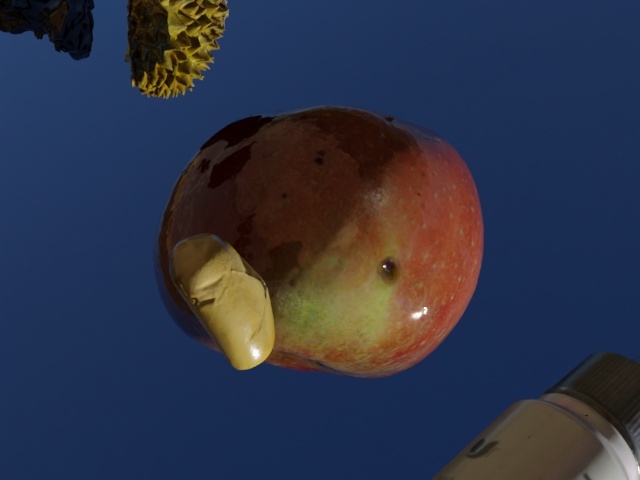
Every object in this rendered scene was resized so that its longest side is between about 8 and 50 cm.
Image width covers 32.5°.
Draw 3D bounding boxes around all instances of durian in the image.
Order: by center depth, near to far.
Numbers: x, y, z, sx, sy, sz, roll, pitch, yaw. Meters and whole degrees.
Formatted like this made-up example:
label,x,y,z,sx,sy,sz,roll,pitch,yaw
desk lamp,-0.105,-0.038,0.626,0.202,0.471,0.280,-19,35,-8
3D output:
label,x,y,z,sx,sy,sz,roll,pitch,yaw
durian,-0.186,-0.291,1.409,0.138,0.183,0.249,14,-131,-12

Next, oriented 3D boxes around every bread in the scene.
label,x,y,z,sx,sy,sz,roll,pitch,yaw
bread,-0.072,0.043,0.875,0.056,0.115,0.082,-31,-163,7

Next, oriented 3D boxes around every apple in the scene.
label,x,y,z,sx,sy,sz,roll,pitch,yaw
apple,0.000,0.000,1.185,0.348,0.348,0.277,4,-102,37

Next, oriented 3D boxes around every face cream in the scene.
label,x,y,z,sx,sy,sz,roll,pitch,yaw
face cream,0.101,0.154,0.599,0.311,0.092,0.092,-36,-145,-27

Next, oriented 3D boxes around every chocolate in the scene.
label,x,y,z,sx,sy,sz,roll,pitch,yaw
chocolate,-0.330,-0.275,1.236,0.206,0.177,0.224,-23,-168,10
